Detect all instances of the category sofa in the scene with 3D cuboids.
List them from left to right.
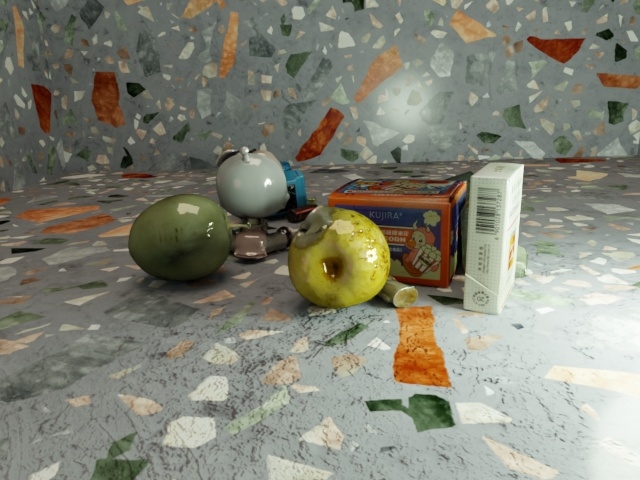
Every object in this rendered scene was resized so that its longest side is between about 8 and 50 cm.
[{"bbox_3d":[0.503,-0.023,1.526,0.176,0.225,0.210,1,13,23],"label":"sofa"}]

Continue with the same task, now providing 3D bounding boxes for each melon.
[{"bbox_3d":[-0.396,-0.005,1.537,0.308,0.271,0.272,-32,8,18],"label":"melon"}]

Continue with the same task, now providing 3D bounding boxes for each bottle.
[{"bbox_3d":[-0.070,-0.118,2.222,0.060,0.060,0.164,11,20,38],"label":"bottle"}]

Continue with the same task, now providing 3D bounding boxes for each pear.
[{"bbox_3d":[0.048,0.045,1.316,0.271,0.271,0.271,-2,16,1],"label":"pear"}]

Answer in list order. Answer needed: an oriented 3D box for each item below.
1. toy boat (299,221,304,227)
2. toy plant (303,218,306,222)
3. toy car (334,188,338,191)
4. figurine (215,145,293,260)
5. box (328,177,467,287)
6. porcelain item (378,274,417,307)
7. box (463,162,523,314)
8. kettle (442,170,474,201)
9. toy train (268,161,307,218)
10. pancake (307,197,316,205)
[{"bbox_3d":[0.073,-0.069,1.914,0.318,0.099,0.141,-18,54,-20],"label":"toy boat"},{"bbox_3d":[0.013,-0.001,1.744,0.155,0.088,0.240,9,37,-10],"label":"toy plant"},{"bbox_3d":[0.188,-0.110,2.046,0.306,0.125,0.136,23,15,6],"label":"toy car"},{"bbox_3d":[-0.215,-0.124,1.755,0.253,0.361,0.211,-2,5,-12],"label":"figurine"},{"bbox_3d":[0.239,-0.045,1.580,0.349,0.256,0.318,5,16,23],"label":"box"},{"bbox_3d":[0.163,0.116,1.393,0.084,0.054,0.213,-8,16,-25],"label":"porcelain item"},{"bbox_3d":[0.425,-0.011,1.301,0.095,0.330,0.210,6,19,28],"label":"box"},{"bbox_3d":[0.423,-0.109,1.852,0.308,0.203,0.262,-17,3,-34],"label":"kettle"},{"bbox_3d":[-0.225,-0.210,2.285,0.300,0.188,0.265,-14,30,-12],"label":"toy train"},{"bbox_3d":[-0.156,-0.197,2.523,0.197,0.054,0.376,-21,25,-33],"label":"pancake"}]
